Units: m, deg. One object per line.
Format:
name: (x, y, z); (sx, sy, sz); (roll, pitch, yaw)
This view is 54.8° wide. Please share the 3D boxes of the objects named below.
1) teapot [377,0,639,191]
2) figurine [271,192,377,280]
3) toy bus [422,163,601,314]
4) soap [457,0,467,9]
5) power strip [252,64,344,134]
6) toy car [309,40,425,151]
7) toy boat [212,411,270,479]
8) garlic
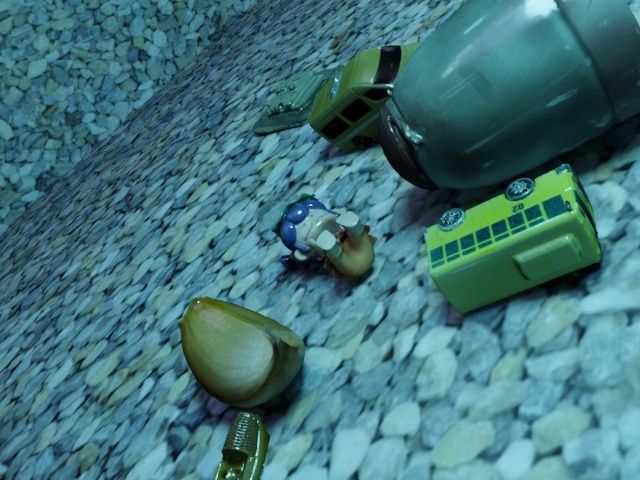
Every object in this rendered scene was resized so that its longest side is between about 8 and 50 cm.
teapot: (0.227, -0.196, 0.818); (0.312, 0.233, 0.315); (-32, 1, 19)
figurine: (0.000, 0.000, 0.882); (0.111, 0.102, 0.195); (-41, 33, -11)
toy bus: (0.207, 0.003, 0.667); (0.174, 0.088, 0.101); (-26, 34, 24)
soap: (0.218, -0.302, 1.010); (0.252, 0.037, 0.092); (-59, 26, 18)
power strip: (-0.063, -0.344, 1.445); (0.198, 0.065, 0.213); (-4, 43, 41)
toy car: (0.087, -0.249, 1.038); (0.256, 0.124, 0.101); (-29, 43, 56)
toy boat: (-0.097, 0.259, 0.675); (0.047, 0.049, 0.149); (-15, 37, 32)
garlic: (-0.081, 0.140, 0.767); (0.115, 0.128, 0.206); (-4, 8, -43)
